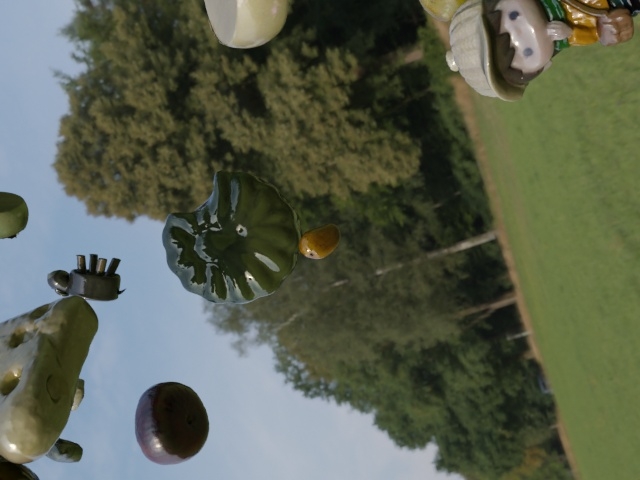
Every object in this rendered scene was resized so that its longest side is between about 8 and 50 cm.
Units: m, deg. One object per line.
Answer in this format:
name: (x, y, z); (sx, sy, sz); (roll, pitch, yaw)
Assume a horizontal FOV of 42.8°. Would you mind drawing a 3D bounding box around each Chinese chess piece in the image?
Chinese chess piece: (-0.635, -0.047, 1.564); (0.144, 0.144, 0.058); (-76, -10, -68)
Chinese chess piece: (-0.140, -0.466, 1.439); (0.251, 0.097, 0.250); (167, 90, -70)

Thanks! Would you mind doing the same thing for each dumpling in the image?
dumpling: (-0.625, 0.387, 2.054); (0.043, 0.060, 0.077); (-147, 78, -73)

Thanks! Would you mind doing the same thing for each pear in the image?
pear: (0.272, -0.526, 1.666); (0.104, 0.141, 0.141); (142, 110, -75)

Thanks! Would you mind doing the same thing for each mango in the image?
mango: (0.000, 0.000, 1.951); (0.114, 0.080, 0.060); (-39, -28, -37)

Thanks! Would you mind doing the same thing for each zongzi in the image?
zongzi: (-0.573, 0.488, 1.866); (0.104, 0.113, 0.052); (29, -107, -39)

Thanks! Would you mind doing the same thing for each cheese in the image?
cheese: (-0.601, 0.288, 1.558); (0.129, 0.329, 0.350); (53, -152, -36)

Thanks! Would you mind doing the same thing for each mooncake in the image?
mooncake: (-0.218, 0.002, 2.079); (0.187, 0.352, 0.351); (-77, -33, -86)

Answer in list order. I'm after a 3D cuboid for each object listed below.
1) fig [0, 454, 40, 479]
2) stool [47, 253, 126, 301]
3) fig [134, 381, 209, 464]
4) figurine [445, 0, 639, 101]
fig: (-0.621, 0.557, 1.467); (0.343, 0.344, 0.343); (-19, -90, -78)
stool: (-0.725, 0.115, 2.544); (0.153, 0.228, 0.139); (12, 95, 61)
fig: (-0.433, 0.523, 2.324); (0.235, 0.215, 0.234); (8, -90, -67)
figurine: (0.377, -0.365, 1.371); (0.185, 0.333, 0.204); (63, -177, -10)
